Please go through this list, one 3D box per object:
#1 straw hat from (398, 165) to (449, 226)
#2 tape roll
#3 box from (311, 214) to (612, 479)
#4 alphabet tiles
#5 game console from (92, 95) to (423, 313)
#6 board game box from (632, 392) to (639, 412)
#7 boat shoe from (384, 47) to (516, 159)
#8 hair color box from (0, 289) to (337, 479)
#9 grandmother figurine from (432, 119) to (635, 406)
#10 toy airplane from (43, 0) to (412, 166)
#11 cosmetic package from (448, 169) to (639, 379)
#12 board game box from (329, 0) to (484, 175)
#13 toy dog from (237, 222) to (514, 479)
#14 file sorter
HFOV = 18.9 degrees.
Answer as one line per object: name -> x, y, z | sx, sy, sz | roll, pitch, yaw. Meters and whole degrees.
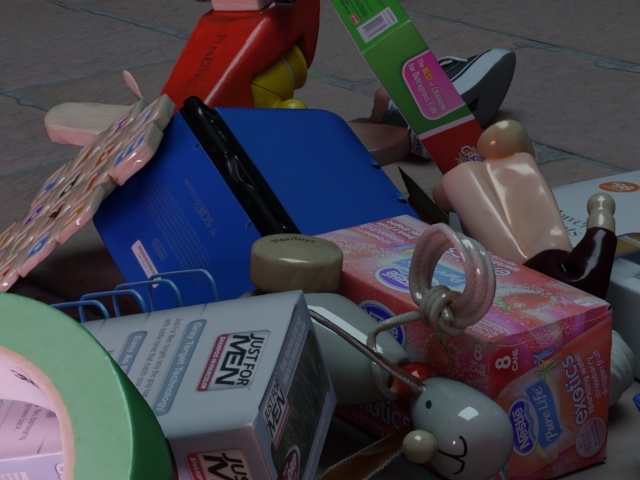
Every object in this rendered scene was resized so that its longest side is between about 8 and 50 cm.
straw hat -> 0.113, -0.015, 2.156 | 0.061, 0.144, 0.144 | -45, 24, 2
tape roll -> -0.259, 0.188, 1.292 | 0.321, 0.077, 0.321 | -11, 53, 15
box -> 0.109, 0.095, 1.714 | 0.142, 0.154, 0.300 | -13, 24, -32
alphabet tiles -> -0.263, -0.040, 2.011 | 0.284, 0.021, 0.278 | -38, 17, 23
game console -> -0.060, -0.006, 1.961 | 0.173, 0.250, 0.293 | 34, 14, -41
board game box -> 0.451, 0.115, 1.535 | 0.347, 0.078, 0.233 | -29, 22, 1
boat shoe -> 0.168, -0.198, 2.610 | 0.105, 0.113, 0.306 | 24, 37, 21
hair color box -> -0.191, 0.154, 1.451 | 0.374, 0.114, 0.185 | -9, 28, 17
grandmother figurine -> 0.205, 0.040, 1.839 | 0.104, 0.208, 0.342 | 19, 29, -31
toy airplane -> -0.113, -0.124, 2.250 | 0.384, 0.272, 0.386 | -29, 45, 0
cosmetic package -> 0.354, 0.032, 1.980 | 0.284, 0.097, 0.377 | -10, 21, -32
board game box -> 0.125, -0.156, 2.164 | 0.064, 0.316, 0.242 | -34, 30, 6
toy dog -> 0.000, 0.107, 1.601 | 0.161, 0.220, 0.333 | -12, 5, -33
file sorter -> -0.182, 0.097, 1.741 | 0.170, 0.104, 0.118 | -17, 6, -39
